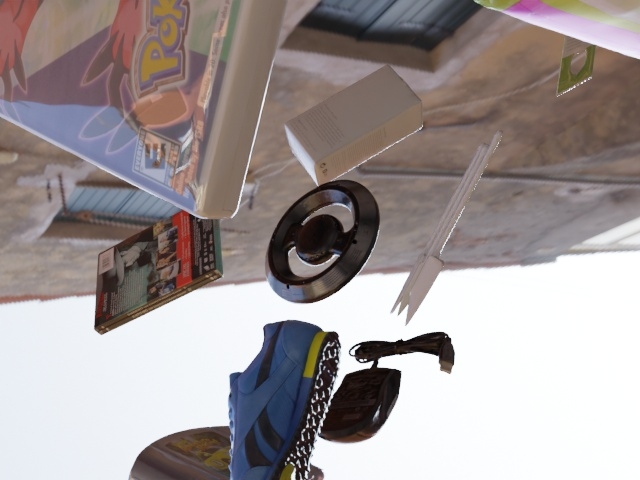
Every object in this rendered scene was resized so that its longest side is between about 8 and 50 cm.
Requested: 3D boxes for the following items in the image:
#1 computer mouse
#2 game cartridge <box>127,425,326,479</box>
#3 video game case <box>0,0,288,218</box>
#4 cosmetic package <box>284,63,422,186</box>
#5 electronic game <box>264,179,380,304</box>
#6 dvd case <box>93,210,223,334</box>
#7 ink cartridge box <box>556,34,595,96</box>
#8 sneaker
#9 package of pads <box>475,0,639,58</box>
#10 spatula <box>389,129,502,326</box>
[{"bbox_3d":[0.105,0.220,1.306,0.262,0.184,0.060,-55,-51,-61],"label":"computer mouse"},{"bbox_3d":[-0.130,0.325,1.253,0.294,0.196,0.060,8,-83,-69],"label":"game cartridge"},{"bbox_3d":[-0.079,-0.132,0.372,0.023,0.183,0.201,-2,-68,-49],"label":"video game case"},{"bbox_3d":[0.062,-0.210,1.645,0.231,0.085,0.117,-29,-120,-9],"label":"cosmetic package"},{"bbox_3d":[0.000,0.000,1.479,0.048,0.229,0.229,39,-127,-40],"label":"electronic game"},{"bbox_3d":[-0.134,0.020,0.740,0.013,0.119,0.087,51,-161,-42],"label":"dvd case"},{"bbox_3d":[0.327,-0.345,1.258,0.189,0.097,0.255,-30,-53,-55],"label":"ink cartridge box"},{"bbox_3d":[-0.049,0.163,0.764,0.082,0.069,0.209,7,-120,21],"label":"sneaker"},{"bbox_3d":[0.185,-0.218,0.391,0.229,0.101,0.296,12,-102,-22],"label":"package of pads"},{"bbox_3d":[0.147,-0.013,1.043,0.019,0.168,0.242,29,-91,2],"label":"spatula"}]
